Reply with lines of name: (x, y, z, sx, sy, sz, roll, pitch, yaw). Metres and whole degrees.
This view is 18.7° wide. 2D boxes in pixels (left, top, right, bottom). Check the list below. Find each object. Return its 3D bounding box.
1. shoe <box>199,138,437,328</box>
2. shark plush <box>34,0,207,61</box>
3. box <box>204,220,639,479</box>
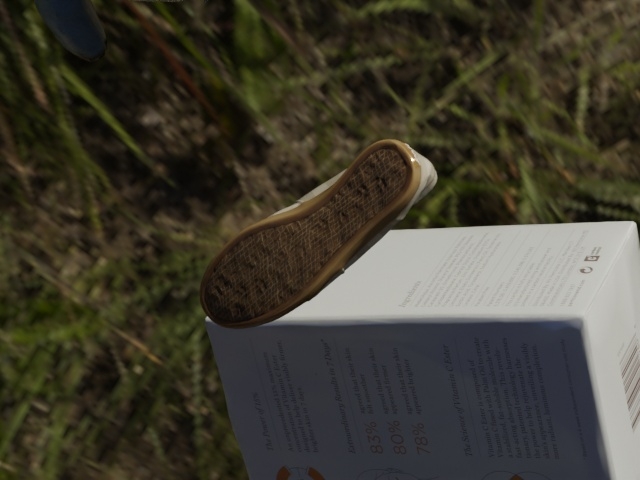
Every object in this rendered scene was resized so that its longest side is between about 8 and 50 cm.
shoe: (0.000, 0.000, 1.507, 0.219, 0.058, 0.076, -35, 76, 21)
shark plush: (-0.097, -0.128, 0.636, 0.073, 0.161, 0.067, -55, 21, -13)
box: (0.106, 0.118, 1.679, 0.345, 0.215, 0.168, -2, 27, 26)
